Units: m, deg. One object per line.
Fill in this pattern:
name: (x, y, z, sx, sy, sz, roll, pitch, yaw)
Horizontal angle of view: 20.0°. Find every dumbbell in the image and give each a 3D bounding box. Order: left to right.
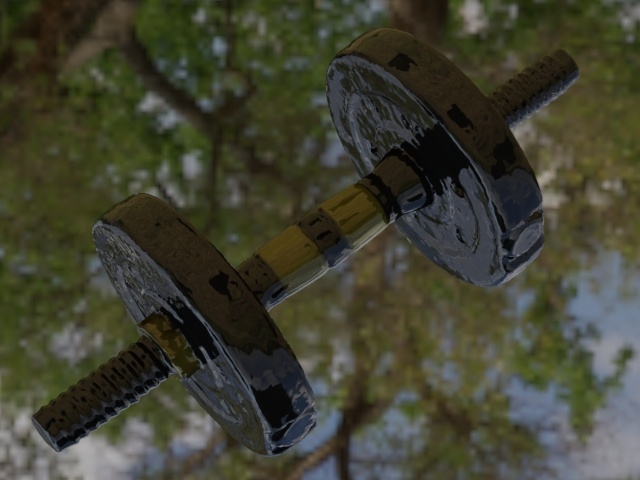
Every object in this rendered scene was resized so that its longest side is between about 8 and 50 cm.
dumbbell: (0.000, 0.000, 0.881, 0.325, 0.143, 0.143, -36, -150, -17)
